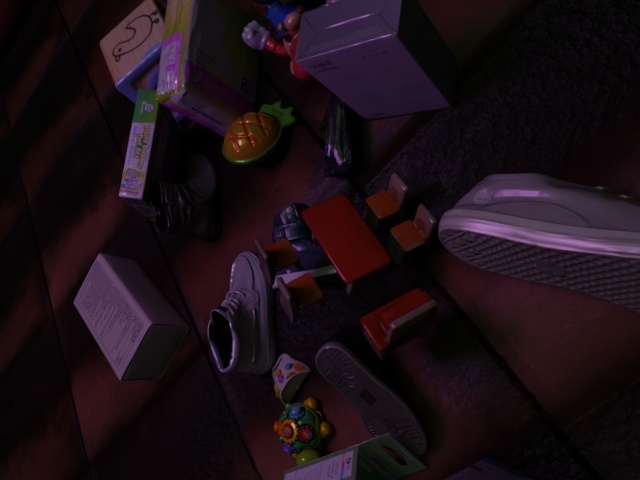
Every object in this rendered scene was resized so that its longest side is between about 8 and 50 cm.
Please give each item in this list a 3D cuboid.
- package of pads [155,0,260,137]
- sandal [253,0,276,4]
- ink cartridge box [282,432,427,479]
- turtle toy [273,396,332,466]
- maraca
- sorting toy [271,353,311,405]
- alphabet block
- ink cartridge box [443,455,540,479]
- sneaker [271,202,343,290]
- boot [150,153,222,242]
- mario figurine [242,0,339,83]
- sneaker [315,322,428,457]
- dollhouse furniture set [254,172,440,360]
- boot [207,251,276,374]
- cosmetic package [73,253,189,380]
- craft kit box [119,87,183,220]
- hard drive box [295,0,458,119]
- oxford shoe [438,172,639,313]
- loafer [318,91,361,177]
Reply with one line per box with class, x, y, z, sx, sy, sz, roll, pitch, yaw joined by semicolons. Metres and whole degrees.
package of pads;-0.247;-0.408;1.046;0.101;0.229;0.296;-6;74;34
sandal;-0.019;-0.510;0.887;0.255;0.054;0.097;-17;60;12
ink cartridge box;0.048;0.378;0.704;0.209;0.109;0.062;-32;23;24
turtle toy;-0.033;0.342;0.804;0.095;0.066;0.130;-46;57;17
maraca;-0.135;-0.236;1.009;0.127;0.099;0.185;34;73;28
sorting toy;-0.068;0.255;0.875;0.083;0.045;0.075;-60;35;8
alphabet block;-0.405;-0.446;1.174;0.192;0.193;0.197;-36;59;8
ink cartridge box;0.229;0.334;0.542;0.140;0.191;0.082;14;87;37
sneaker;-0.002;0.000;0.858;0.226;0.086;0.163;-11;73;32
boot;-0.311;-0.117;1.059;0.084;0.161;0.246;-26;64;27
mario figurine;-0.052;-0.462;0.953;0.320;0.170;0.198;66;145;35
sneaker;0.097;0.229;0.741;0.083;0.118;0.222;-41;87;25
dollhouse furniture set;0.064;0.034;0.691;0.262;0.135;0.259;-26;61;-13
boot;-0.161;0.133;0.912;0.095;0.123;0.258;-26;64;28
cosmetic package;-0.468;0.179;1.127;0.309;0.113;0.160;38;101;35
craft kit box;-0.394;-0.188;1.101;0.061;0.246;0.249;7;79;-7
hard drive box;0.101;-0.296;0.768;0.181;0.232;0.089;1;79;35
oxford shoe;0.367;0.002;0.561;0.450;0.169;0.130;18;67;37
loafer;0.032;-0.230;0.897;0.078;0.076;0.223;-6;78;26
